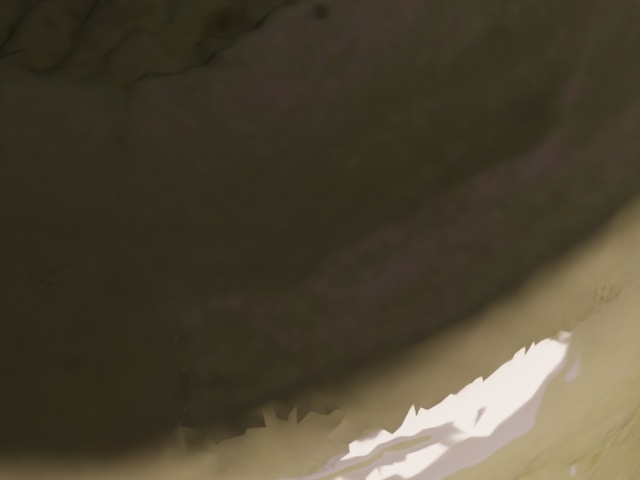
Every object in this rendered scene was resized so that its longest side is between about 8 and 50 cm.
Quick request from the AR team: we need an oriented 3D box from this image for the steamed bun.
[{"bbox_3d":[0.000,0.000,0.673,0.456,0.290,0.371,-34,151,-9],"label":"steamed bun"}]
